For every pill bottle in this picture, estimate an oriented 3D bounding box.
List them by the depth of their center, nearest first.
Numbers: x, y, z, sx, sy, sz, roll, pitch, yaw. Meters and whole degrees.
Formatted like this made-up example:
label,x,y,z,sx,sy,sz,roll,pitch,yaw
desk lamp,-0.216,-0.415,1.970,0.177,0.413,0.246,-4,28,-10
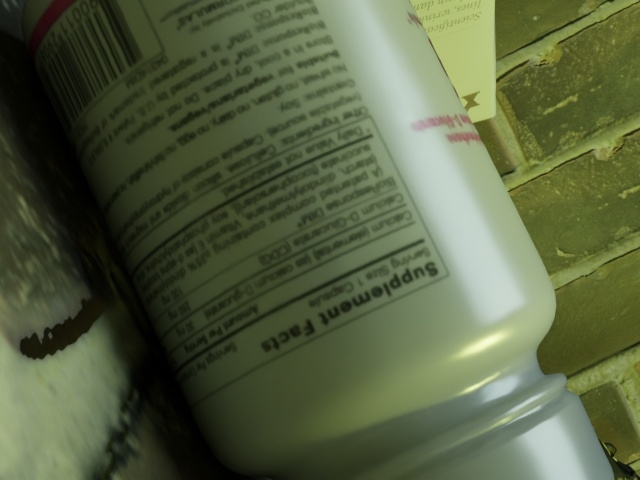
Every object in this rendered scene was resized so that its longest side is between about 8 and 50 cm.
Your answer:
label,x,y,z,sx,sy,sz,roll,pitch,yaw
pill bottle,0.000,0.000,0.507,0.283,0.160,0.160,65,6,7

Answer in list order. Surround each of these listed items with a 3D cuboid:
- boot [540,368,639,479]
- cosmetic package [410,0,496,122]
label,x,y,z,sx,sy,sz,roll,pitch,yaw
boot,0.104,0.119,0.822,0.284,0.138,0.377,54,10,14
cosmetic package,-0.025,-0.242,0.958,0.156,0.217,0.385,81,-12,-48
